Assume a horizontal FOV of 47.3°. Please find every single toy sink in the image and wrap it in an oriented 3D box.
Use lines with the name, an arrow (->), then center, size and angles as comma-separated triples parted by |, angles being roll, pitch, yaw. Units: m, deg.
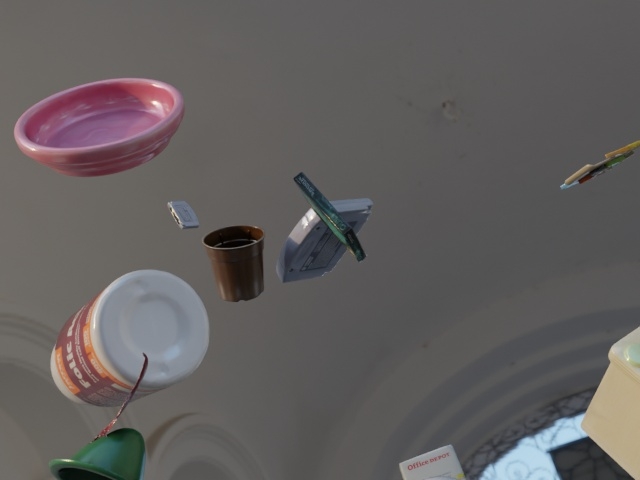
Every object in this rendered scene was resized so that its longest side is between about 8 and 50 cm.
toy sink -> 0.447, 0.176, 0.918 | 0.152, 0.131, 0.234 | -27, -38, -24

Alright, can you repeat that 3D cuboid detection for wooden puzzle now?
wooden puzzle -> 0.369, -0.095, 0.966 | 0.078, 0.014, 0.116 | -21, -11, -8

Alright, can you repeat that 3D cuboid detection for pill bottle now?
pill bottle -> -0.400, 0.213, 1.467 | 0.224, 0.224, 0.392 | 14, -26, -29

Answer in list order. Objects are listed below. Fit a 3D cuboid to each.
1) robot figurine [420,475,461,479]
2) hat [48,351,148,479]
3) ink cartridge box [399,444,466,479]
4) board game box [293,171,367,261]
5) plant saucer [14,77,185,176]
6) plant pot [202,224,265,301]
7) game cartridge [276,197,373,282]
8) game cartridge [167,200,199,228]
robot figurine -> 0.094, 0.392, 0.829 | 0.278, 0.209, 0.173 | -38, -68, 12
hat -> -0.328, 0.325, 1.227 | 0.208, 0.184, 0.173 | -18, -49, 40
ink cartridge box -> 0.264, 0.565, 1.634 | 0.128, 0.176, 0.127 | -19, -21, -2
board game box -> 0.021, -0.048, 1.505 | 0.026, 0.186, 0.126 | -38, -34, -4
plant saucer -> -0.432, -0.223, 1.462 | 0.332, 0.332, 0.084 | -9, -54, -4
plant pot -> -0.221, 0.064, 1.936 | 0.166, 0.167, 0.165 | -7, -67, -7
game cartridge -> 0.000, 0.000, 1.972 | 0.198, 0.062, 0.297 | -3, -38, -36
game cartridge -> -0.331, -0.062, 1.777 | 0.056, 0.083, 0.017 | -9, -35, -41
